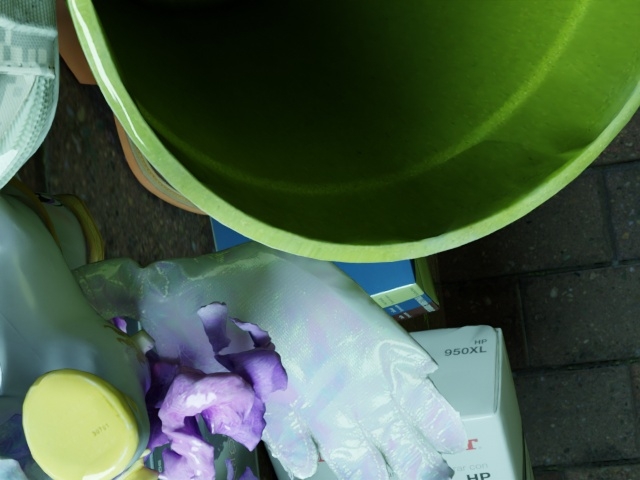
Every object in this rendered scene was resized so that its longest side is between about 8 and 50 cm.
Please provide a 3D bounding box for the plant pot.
[{"bbox_3d":[-0.019,-0.222,0.644,0.353,0.366,0.366,40,-29,55],"label":"plant pot"}]

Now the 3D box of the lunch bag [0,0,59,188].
[{"bbox_3d":[-0.233,-0.060,0.243,0.305,0.256,0.212,1,81,-75],"label":"lunch bag"}]

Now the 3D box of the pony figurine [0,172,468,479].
[{"bbox_3d":[-0.127,0.065,0.559,0.351,0.303,0.363,53,0,7],"label":"pony figurine"}]

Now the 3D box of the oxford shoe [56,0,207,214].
[{"bbox_3d":[-0.120,-0.138,0.972,0.363,0.133,0.130,59,26,-57],"label":"oxford shoe"}]

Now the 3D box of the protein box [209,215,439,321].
[{"bbox_3d":[0.000,0.000,1.172,0.136,0.201,0.200,41,34,-67],"label":"protein box"}]

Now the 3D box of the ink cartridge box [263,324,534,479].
[{"bbox_3d":[0.120,0.319,1.346,0.166,0.285,0.395,-76,153,-55],"label":"ink cartridge box"}]

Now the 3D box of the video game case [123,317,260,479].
[{"bbox_3d":[-0.120,0.164,1.030,0.274,0.026,0.196,17,66,-73],"label":"video game case"}]
